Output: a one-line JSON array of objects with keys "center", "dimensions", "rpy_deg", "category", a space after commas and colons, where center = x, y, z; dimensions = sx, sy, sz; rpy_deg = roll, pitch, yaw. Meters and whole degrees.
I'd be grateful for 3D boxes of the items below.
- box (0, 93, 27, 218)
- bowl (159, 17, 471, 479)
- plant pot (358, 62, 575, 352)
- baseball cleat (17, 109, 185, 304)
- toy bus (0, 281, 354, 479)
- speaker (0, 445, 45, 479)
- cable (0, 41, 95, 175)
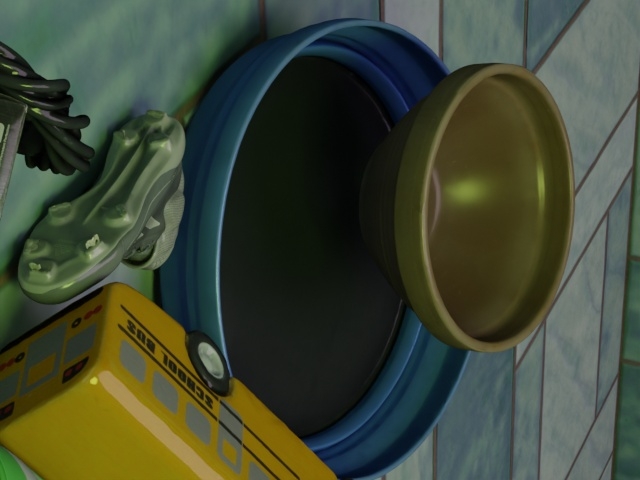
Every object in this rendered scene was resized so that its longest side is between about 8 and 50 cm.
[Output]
[{"center": [-0.223, 0.035, 0.942], "dimensions": [0.183, 0.056, 0.231], "rpy_deg": [-176, -80, -69], "category": "box"}, {"center": [0.011, 0.009, 1.506], "dimensions": [0.391, 0.077, 0.391], "rpy_deg": [-8, 100, -52], "category": "bowl"}, {"center": [0.107, -0.029, 1.475], "dimensions": [0.237, 0.109, 0.237], "rpy_deg": [-9, 101, -53], "category": "plant pot"}, {"center": [-0.141, -0.002, 1.253], "dimensions": [0.206, 0.072, 0.109], "rpy_deg": [-56, 149, -44], "category": "baseball cleat"}, {"center": [-0.078, 0.172, 1.238], "dimensions": [0.333, 0.108, 0.130], "rpy_deg": [47, 22, -29], "category": "toy bus"}, {"center": [-0.199, 0.232, 1.148], "dimensions": [0.296, 0.131, 0.131], "rpy_deg": [68, 38, -55], "category": "speaker"}, {"center": [-0.182, -0.095, 1.000], "dimensions": [0.047, 0.150, 0.184], "rpy_deg": [-52, 153, -13], "category": "cable"}]
